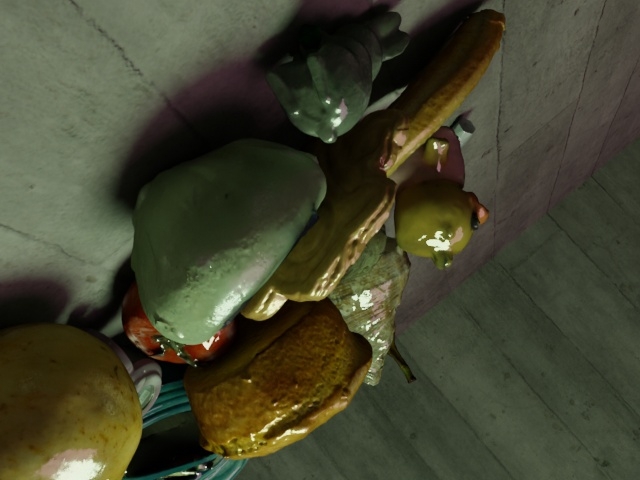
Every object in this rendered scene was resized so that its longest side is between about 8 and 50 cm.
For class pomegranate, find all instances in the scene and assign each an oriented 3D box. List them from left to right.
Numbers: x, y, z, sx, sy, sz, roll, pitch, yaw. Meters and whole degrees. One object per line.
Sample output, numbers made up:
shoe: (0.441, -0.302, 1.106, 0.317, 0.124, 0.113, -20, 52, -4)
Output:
pomegranate: (-0.372, 0.249, 1.128, 0.307, 0.307, 0.307, -36, 163, -13)

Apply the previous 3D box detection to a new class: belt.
belt: (-0.306, 0.338, 1.508, 0.436, 0.173, 0.300, -10, 117, -47)

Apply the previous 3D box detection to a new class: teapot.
teapot: (-0.327, 0.200, 1.303, 0.116, 0.146, 0.148, -57, 159, -6)

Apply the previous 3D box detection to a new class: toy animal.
toy animal: (0.028, -0.212, 1.082, 0.108, 0.138, 0.236, -14, -166, 32)
toy animal: (0.187, -0.085, 1.498, 0.169, 0.281, 0.195, -16, 160, -8)

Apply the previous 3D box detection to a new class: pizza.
pizza: (0.156, -0.209, 1.313, 0.365, 0.074, 0.182, -51, -170, -17)

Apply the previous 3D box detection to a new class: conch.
conch: (0.068, 0.120, 1.858, 0.297, 0.210, 0.352, -55, 159, -78)

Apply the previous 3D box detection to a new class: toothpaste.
toothpaste: (0.247, -0.176, 1.778, 0.067, 0.043, 0.194, -30, 167, -39)

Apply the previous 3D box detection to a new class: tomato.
tomato: (-0.202, 0.100, 1.293, 0.187, 0.187, 0.151, 118, -5, -52)

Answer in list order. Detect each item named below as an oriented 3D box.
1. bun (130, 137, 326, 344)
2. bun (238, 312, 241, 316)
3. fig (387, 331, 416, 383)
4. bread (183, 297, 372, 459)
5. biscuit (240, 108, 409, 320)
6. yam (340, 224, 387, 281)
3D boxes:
bun: (-0.137, -0.022, 1.098, 0.293, 0.187, 0.293, -46, -172, 8)
bun: (-0.135, 0.128, 1.602, 0.222, 0.127, 0.222, -44, 174, -5)
fig: (0.116, 0.241, 2.199, 0.191, 0.290, 0.190, -17, 177, -1)
bread: (-0.074, 0.206, 1.372, 0.312, 0.172, 0.312, -28, -167, 7)
biscuit: (-0.009, -0.043, 1.229, 0.051, 0.269, 0.376, 28, 113, -34)
yam: (0.000, 0.000, 1.478, 0.161, 0.161, 0.268, -46, 162, 20)
